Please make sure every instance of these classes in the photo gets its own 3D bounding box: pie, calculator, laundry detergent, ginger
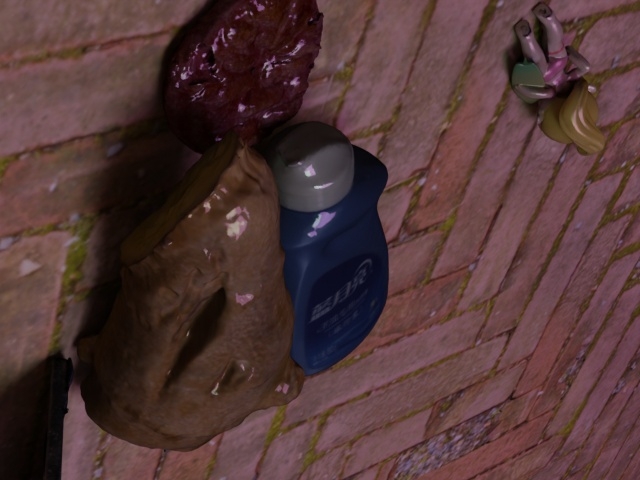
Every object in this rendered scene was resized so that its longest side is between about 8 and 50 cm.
[{"bbox_3d":[-0.057,-0.129,1.000,0.154,0.036,0.154,-32,145,-25],"label":"pie"},{"bbox_3d":[-0.228,0.238,1.109,0.021,0.161,0.261,4,129,-11],"label":"calculator"},{"bbox_3d":[0.000,0.000,1.138,0.143,0.094,0.289,-36,154,-21],"label":"laundry detergent"},{"bbox_3d":[-0.097,0.055,1.040,0.354,0.190,0.126,102,3,-47],"label":"ginger"}]

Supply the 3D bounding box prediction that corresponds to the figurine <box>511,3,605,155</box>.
[{"bbox_3d":[0.236,-0.154,1.309,0.083,0.083,0.187,-41,139,-10],"label":"figurine"}]
